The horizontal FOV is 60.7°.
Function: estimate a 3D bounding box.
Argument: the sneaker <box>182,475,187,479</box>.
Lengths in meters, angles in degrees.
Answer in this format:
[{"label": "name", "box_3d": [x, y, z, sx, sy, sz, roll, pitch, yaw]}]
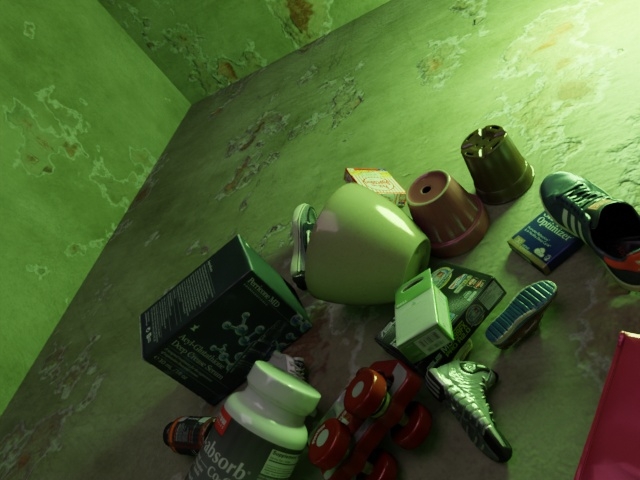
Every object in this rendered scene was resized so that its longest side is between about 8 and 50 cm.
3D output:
[{"label": "sneaker", "box_3d": [-0.298, 0.650, 1.358, 0.302, 0.121, 0.108, -36, 8, -24]}]

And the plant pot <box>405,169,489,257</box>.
[{"label": "plant pot", "box_3d": [0.325, -0.083, 1.466, 0.201, 0.180, 0.201, -25, 38, 22]}]

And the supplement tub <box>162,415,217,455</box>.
[{"label": "supplement tub", "box_3d": [-0.348, 0.539, 1.511, 0.197, 0.106, 0.106, -11, 44, 36]}]

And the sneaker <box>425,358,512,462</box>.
[{"label": "sneaker", "box_3d": [0.330, 0.322, 1.105, 0.132, 0.086, 0.229, -24, 49, -22]}]

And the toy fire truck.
[{"label": "toy fire truck", "box_3d": [0.088, 0.384, 1.200, 0.302, 0.169, 0.254, -54, 16, -1]}]

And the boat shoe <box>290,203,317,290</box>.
[{"label": "boat shoe", "box_3d": [0.000, 0.000, 1.767, 0.158, 0.127, 0.341, -18, 48, 21]}]

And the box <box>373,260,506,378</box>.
[{"label": "box", "box_3d": [0.274, 0.180, 1.288, 0.270, 0.060, 0.216, -47, 20, -8]}]

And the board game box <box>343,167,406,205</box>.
[{"label": "board game box", "box_3d": [0.174, -0.174, 1.762, 0.146, 0.045, 0.193, -1, 31, -18]}]

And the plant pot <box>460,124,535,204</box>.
[{"label": "plant pot", "box_3d": [0.470, -0.212, 1.478, 0.167, 0.165, 0.167, -26, 37, 21]}]

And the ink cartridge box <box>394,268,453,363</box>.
[{"label": "ink cartridge box", "box_3d": [0.227, 0.165, 1.227, 0.109, 0.062, 0.209, -37, 21, 23]}]

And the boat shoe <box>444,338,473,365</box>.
[{"label": "boat shoe", "box_3d": [0.298, 0.268, 1.222, 0.135, 0.045, 0.050, -49, 19, -15]}]

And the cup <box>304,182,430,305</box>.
[{"label": "cup", "box_3d": [0.147, 0.037, 1.434, 0.236, 0.331, 0.331, 19, 64, 27]}]

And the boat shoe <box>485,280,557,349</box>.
[{"label": "boat shoe", "box_3d": [0.439, 0.163, 1.180, 0.183, 0.066, 0.066, -43, 31, 9]}]

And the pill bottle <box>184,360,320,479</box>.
[{"label": "pill bottle", "box_3d": [-0.156, 0.474, 1.235, 0.210, 0.210, 0.363, 20, 81, 53]}]

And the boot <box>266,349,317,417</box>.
[{"label": "boot", "box_3d": [-0.077, 0.365, 1.441, 0.258, 0.095, 0.123, 12, 67, 51]}]

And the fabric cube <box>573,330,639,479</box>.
[{"label": "fabric cube", "box_3d": [0.543, 0.309, 0.745, 0.258, 0.259, 0.254, 6, 57, 48]}]

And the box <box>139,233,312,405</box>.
[{"label": "box", "box_3d": [-0.280, 0.237, 1.611, 0.395, 0.293, 0.212, -40, 34, 4]}]

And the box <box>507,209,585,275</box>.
[{"label": "box", "box_3d": [0.572, -0.030, 1.292, 0.225, 0.036, 0.136, -39, 34, 2]}]

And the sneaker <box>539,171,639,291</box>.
[{"label": "sneaker", "box_3d": [0.585, -0.059, 1.158, 0.131, 0.148, 0.350, -35, 46, 7]}]
